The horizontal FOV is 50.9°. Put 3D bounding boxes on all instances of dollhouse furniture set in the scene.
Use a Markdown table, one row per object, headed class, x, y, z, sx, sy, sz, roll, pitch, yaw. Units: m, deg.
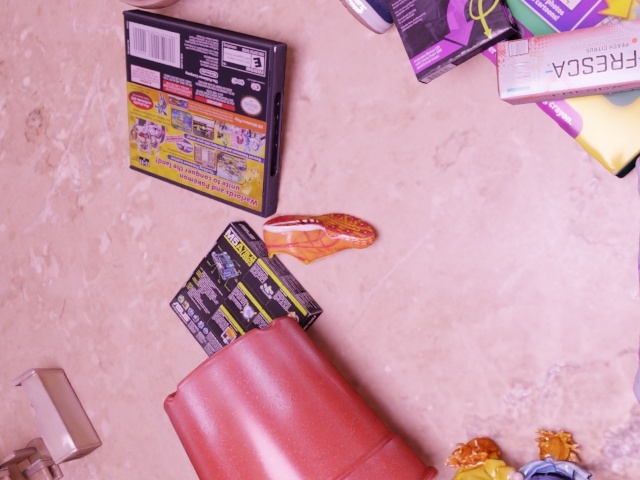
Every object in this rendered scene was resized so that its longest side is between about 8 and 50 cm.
| class | x | y | z | sx | sy | sz | roll | pitch | yaw |
| --- | --- | --- | --- | --- | --- | --- | --- | --- | --- |
| dollhouse furniture set | -0.536 | 0.355 | 1.164 | 0.242 | 0.212 | 0.161 | -34 | 77 | -1 |

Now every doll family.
| class | x | y | z | sx | sy | sz | roll | pitch | yaw |
| --- | --- | --- | --- | --- | --- | --- | --- | --- | --- |
| doll family | 0.229 | 0.289 | 0.764 | 0.262 | 0.163 | 0.118 | -9 | 113 | 32 |

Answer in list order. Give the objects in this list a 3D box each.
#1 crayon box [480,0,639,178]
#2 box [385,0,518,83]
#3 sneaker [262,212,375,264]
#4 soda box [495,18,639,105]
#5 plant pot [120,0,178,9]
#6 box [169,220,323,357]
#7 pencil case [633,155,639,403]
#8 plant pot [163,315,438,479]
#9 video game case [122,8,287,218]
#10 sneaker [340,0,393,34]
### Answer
| class | x | y | z | sx | sy | sz | roll | pitch | yaw |
| --- | --- | --- | --- | --- | --- | --- | --- | --- | --- |
| crayon box | 0.304 | -0.303 | 0.714 | 0.313 | 0.106 | 0.363 | -47 | 71 | 22 |
| box | 0.130 | -0.272 | 0.734 | 0.116 | 0.029 | 0.162 | -26 | 80 | 32 |
| sneaker | 0.000 | 0.000 | 0.935 | 0.175 | 0.064 | 0.068 | 2 | 114 | 34 |
| soda box | 0.266 | -0.171 | 0.645 | 0.183 | 0.063 | 0.058 | -1 | 94 | 29 |
| plant pot | -0.223 | -0.457 | 0.995 | 0.237 | 0.109 | 0.238 | 2 | 95 | 29 |
| box | -0.117 | 0.100 | 1.006 | 0.191 | 0.045 | 0.184 | 47 | 111 | 19 |
| pencil case | 0.368 | 0.041 | 0.661 | 0.113 | 0.124 | 0.273 | -5 | 103 | 3 |
| plant pot | -0.043 | 0.257 | 0.838 | 0.272 | 0.272 | 0.265 | -44 | 74 | 24 |
| video game case | -0.176 | -0.187 | 0.984 | 0.274 | 0.035 | 0.248 | 20 | 121 | 25 |
| sneaker | 0.064 | -0.414 | 0.845 | 0.153 | 0.099 | 0.282 | -28 | 76 | 29 |
